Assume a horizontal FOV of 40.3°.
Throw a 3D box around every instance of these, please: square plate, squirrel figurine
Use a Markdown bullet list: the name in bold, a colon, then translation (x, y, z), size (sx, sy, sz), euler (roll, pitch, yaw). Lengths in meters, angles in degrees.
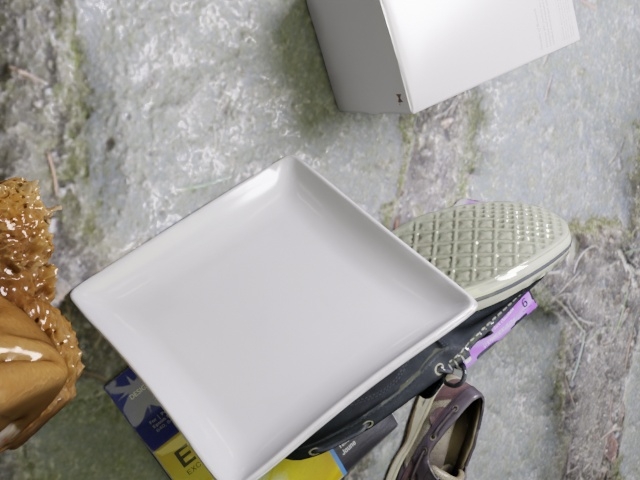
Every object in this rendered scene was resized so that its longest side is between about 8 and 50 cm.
- **square plate**: translation (-0.060, 0.077, 1.011), size (0.344, 0.347, 0.049), euler (-34, 143, -21)
- **squirrel figurine**: translation (-0.413, 0.050, 0.814), size (0.281, 0.397, 0.370), euler (-42, 86, 16)

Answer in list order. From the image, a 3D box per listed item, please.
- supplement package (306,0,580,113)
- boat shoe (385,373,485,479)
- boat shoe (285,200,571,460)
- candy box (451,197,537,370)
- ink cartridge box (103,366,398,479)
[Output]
- **supplement package**: translation (0.160, -0.296, 1.141), size (0.293, 0.177, 0.175), euler (-27, 111, -25)
- **boat shoe**: translation (0.171, 0.342, 1.300), size (0.102, 0.092, 0.285), euler (20, 88, -31)
- **boat shoe**: translation (0.111, 0.105, 1.111), size (0.500, 0.187, 0.156), euler (-32, 131, -19)
- **candy box**: translation (0.210, 0.063, 1.290), size (0.165, 0.070, 0.196), euler (-38, 114, -19)
- **ink cartridge box**: translation (-0.075, 0.223, 1.155), size (0.303, 0.072, 0.307), euler (-38, 116, -19)
